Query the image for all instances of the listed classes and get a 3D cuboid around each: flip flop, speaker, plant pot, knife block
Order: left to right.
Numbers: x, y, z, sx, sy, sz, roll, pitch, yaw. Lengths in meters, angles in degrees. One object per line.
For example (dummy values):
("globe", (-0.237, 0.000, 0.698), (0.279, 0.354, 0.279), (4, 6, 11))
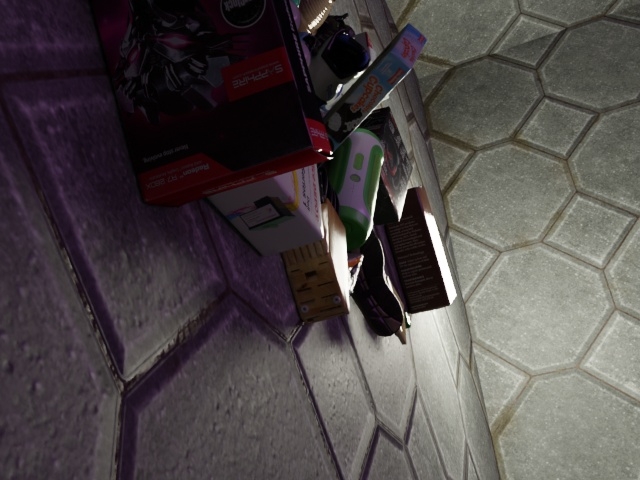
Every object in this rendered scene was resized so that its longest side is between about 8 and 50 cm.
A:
("plant pot", (-0.032, -0.653, 1.852), (0.237, 0.110, 0.237), (-16, 90, -72))
("knife block", (0.000, 0.000, 1.381), (0.242, 0.088, 0.275), (-21, 95, -73))
("speaker", (0.067, -0.118, 1.595), (0.296, 0.131, 0.131), (-77, 148, -43))
("flip flop", (0.107, 0.090, 1.646), (0.277, 0.112, 0.080), (65, -12, -11))

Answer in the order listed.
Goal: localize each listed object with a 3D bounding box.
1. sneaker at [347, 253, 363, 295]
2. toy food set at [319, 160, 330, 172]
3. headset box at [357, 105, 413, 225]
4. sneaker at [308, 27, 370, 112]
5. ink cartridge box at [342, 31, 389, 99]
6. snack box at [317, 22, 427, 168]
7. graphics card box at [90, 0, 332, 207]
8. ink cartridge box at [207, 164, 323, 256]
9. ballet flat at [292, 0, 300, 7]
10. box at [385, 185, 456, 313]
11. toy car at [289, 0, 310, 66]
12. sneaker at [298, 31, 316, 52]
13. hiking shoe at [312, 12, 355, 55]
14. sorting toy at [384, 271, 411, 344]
("sneaker", (0.038, 0.078, 1.471), (0.215, 0.084, 0.083), (-43, 129, -68))
("toy food set", (0.014, -0.191, 1.714), (0.132, 0.039, 0.192), (17, 63, -62))
("headset box", (0.151, -0.194, 1.959), (0.218, 0.110, 0.293), (63, 30, -32))
("sneaker", (0.034, -0.388, 1.644), (0.127, 0.182, 0.315), (51, 20, -9))
("ink cartridge box", (0.115, -0.505, 2.160), (0.176, 0.127, 0.128), (52, 27, -53))
("snack box", (0.084, -0.297, 1.508), (0.060, 0.322, 0.187), (40, 37, -9))
("graphics card box", (-0.146, -0.248, 0.887), (0.094, 0.233, 0.370), (-5, 81, -73))
("ink cartridge box", (-0.102, -0.131, 1.121), (0.278, 0.117, 0.201), (52, 27, -53))
("ballet flat", (-0.145, -0.599, 1.481), (0.124, 0.116, 0.342), (60, 14, 26))
("box", (0.308, 0.026, 2.279), (0.191, 0.143, 0.381), (-16, 91, -73))
("toy car", (-0.114, -0.341, 1.281), (0.136, 0.159, 0.182), (-7, 80, -38))
("sneaker", (-0.039, -0.465, 1.715), (0.162, 0.073, 0.063), (-75, 145, -60))
("hiking shoe", (0.038, -0.546, 1.968), (0.086, 0.114, 0.226), (51, 28, -52))
("sorting toy", (0.174, 0.180, 1.854), (0.132, 0.046, 0.274), (-89, 157, -44))
